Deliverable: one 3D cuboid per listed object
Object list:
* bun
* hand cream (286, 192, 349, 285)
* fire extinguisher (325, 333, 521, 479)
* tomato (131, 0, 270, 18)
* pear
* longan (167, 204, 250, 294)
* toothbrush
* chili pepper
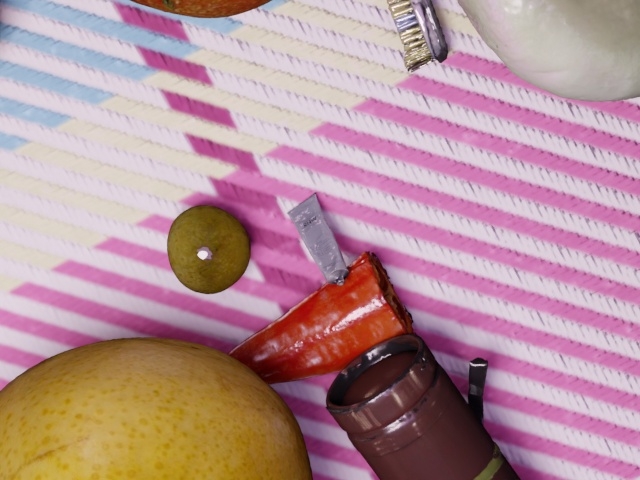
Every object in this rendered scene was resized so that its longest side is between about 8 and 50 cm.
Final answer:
[{"bbox_3d":[0.199,-0.247,1.311,0.293,0.187,0.293,0,90,-21],"label":"bun"},{"bbox_3d":[0.000,0.000,1.402,0.030,0.019,0.093,-35,56,10],"label":"hand cream"},{"bbox_3d":[0.144,0.227,1.403,0.141,0.105,0.341,-39,108,-8],"label":"fire extinguisher"},{"bbox_3d":[-0.109,-0.324,1.272,0.303,0.239,0.303,1,100,8],"label":"tomato"},{"bbox_3d":[-0.144,0.221,1.315,0.314,0.314,0.314,0,98,2],"label":"pear"},{"bbox_3d":[-0.099,0.008,1.412,0.083,0.075,0.075,0,100,44],"label":"longan"},{"bbox_3d":[0.010,-0.331,1.373,0.042,0.035,0.413,-23,96,7],"label":"toothbrush"},{"bbox_3d":[-0.012,0.081,1.419,0.169,0.065,0.088,-26,95,9],"label":"chili pepper"}]
